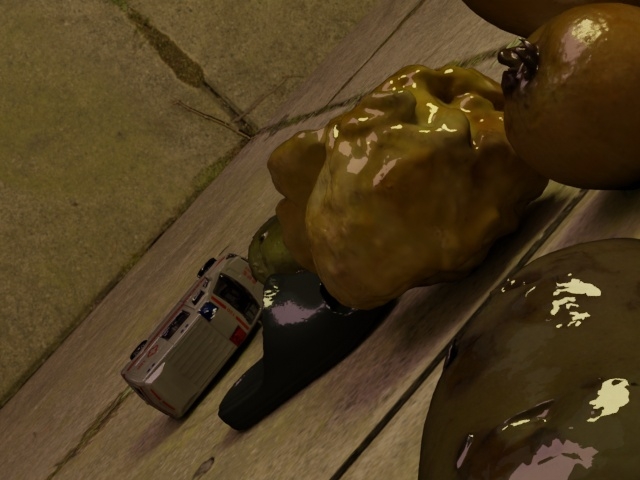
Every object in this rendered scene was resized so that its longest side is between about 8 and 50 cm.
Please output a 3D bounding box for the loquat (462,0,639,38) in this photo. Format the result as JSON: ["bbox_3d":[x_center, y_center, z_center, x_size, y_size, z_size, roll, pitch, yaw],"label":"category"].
[{"bbox_3d":[0.257,-0.345,1.471,0.359,0.328,0.328,12,52,39],"label":"loquat"}]

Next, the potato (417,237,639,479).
[{"bbox_3d":[0.126,0.100,0.712,0.165,0.165,0.262,-41,17,26],"label":"potato"}]

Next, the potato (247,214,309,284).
[{"bbox_3d":[0.000,0.000,1.720,0.117,0.090,0.225,-45,16,-33],"label":"potato"}]

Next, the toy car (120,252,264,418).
[{"bbox_3d":[-0.134,0.107,1.839,0.210,0.089,0.108,-50,12,-12],"label":"toy car"}]

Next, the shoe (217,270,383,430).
[{"bbox_3d":[-0.031,0.084,1.529,0.241,0.093,0.108,-43,10,26],"label":"shoe"}]

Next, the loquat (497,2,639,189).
[{"bbox_3d":[0.208,-0.106,1.181,0.163,0.163,0.137,-175,98,-76],"label":"loquat"}]

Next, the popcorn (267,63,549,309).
[{"bbox_3d":[0.074,-0.038,1.348,0.253,0.191,0.190,-43,36,37],"label":"popcorn"}]
